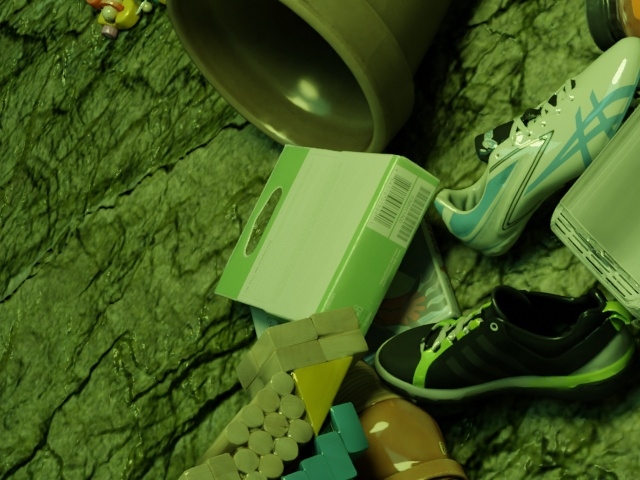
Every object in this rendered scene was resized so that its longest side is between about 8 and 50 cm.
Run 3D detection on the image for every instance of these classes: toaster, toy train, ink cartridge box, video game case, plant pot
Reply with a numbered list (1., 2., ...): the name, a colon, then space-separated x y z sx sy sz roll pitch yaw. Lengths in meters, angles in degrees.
1. toaster: 0.280 -0.014 1.285 0.146 0.129 0.227 -48 43 10
2. toy train: -0.228 -0.310 1.957 0.166 0.046 0.125 -24 52 28
3. ink cartridge box: 0.000 0.000 1.531 0.171 0.056 0.235 -64 24 -7
4. video game case: 0.024 0.052 1.538 0.201 0.023 0.183 -34 48 20
5. plant pot: 0.019 -0.238 1.581 0.263 0.263 0.229 17 60 45

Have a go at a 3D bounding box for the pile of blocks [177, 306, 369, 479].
1. pile of blocks: -0.056 0.216 1.315 0.362 0.149 0.112 -56 2 -34

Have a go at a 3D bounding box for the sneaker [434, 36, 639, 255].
1. sneaker: 0.187 -0.084 1.400 0.237 0.086 0.085 -49 13 26

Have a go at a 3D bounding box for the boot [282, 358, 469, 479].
1. boot: 0.000 0.255 1.391 0.283 0.109 0.220 -43 48 1

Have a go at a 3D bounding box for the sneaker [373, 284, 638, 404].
1. sneaker: 0.146 0.071 1.347 0.235 0.097 0.084 -5 36 28

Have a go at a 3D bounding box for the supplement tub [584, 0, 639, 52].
1. supplement tub: 0.322 -0.203 1.380 0.198 0.106 0.106 -4 62 38
